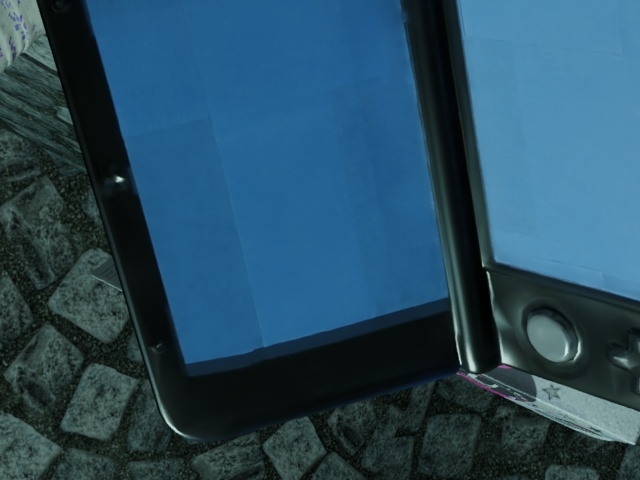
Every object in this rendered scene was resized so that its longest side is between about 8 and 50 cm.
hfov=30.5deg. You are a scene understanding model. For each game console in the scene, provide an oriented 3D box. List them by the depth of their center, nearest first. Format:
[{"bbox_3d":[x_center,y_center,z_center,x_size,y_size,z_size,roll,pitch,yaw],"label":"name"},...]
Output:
[{"bbox_3d":[0.040,-0.034,0.486,0.250,0.173,0.293,16,128,46],"label":"game console"}]

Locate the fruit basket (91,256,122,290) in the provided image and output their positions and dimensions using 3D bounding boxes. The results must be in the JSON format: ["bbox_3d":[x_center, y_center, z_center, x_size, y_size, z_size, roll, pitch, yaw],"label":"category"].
[{"bbox_3d":[-0.072,0.050,1.586,0.353,0.327,0.165,21,128,19],"label":"fruit basket"}]

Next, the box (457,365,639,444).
[{"bbox_3d":[0.248,0.102,1.289,0.247,0.163,0.142,25,174,5],"label":"box"}]

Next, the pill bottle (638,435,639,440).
[{"bbox_3d":[0.380,0.172,1.466,0.245,0.130,0.130,24,172,11],"label":"pill bottle"}]

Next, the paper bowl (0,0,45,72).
[{"bbox_3d":[-0.307,-0.196,0.712,0.284,0.148,0.284,41,168,11],"label":"paper bowl"}]
